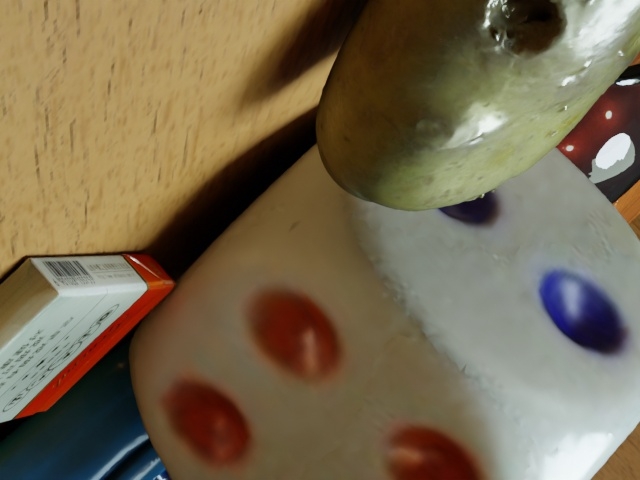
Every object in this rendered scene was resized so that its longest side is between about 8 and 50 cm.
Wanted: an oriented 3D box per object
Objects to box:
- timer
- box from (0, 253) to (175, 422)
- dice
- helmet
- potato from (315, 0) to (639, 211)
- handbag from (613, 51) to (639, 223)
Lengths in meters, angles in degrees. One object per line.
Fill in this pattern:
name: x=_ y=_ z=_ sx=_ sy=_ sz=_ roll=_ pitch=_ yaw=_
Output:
timer: x=-0.225 y=0.213 z=1.525 sx=0.340 sy=0.115 sz=0.309 roll=-41 pitch=176 yaw=-3
box: x=-0.179 y=0.064 z=1.146 sx=0.139 sy=0.035 sz=0.245 roll=-44 pitch=173 yaw=9
dice: x=0.064 y=0.080 z=1.367 sx=0.277 sy=0.304 sz=0.304 roll=-45 pitch=178 yaw=35
helmet: x=0.198 y=-0.115 z=1.565 sx=0.216 sy=0.193 sz=0.189 roll=1 pitch=180 yaw=12
potato: x=0.111 y=-0.135 z=1.075 sx=0.191 sy=0.141 sz=0.296 roll=-9 pitch=152 yaw=-46
handbag: x=0.249 y=-0.077 z=1.890 sx=0.303 sy=0.116 sz=0.410 roll=-40 pitch=158 yaw=-15
